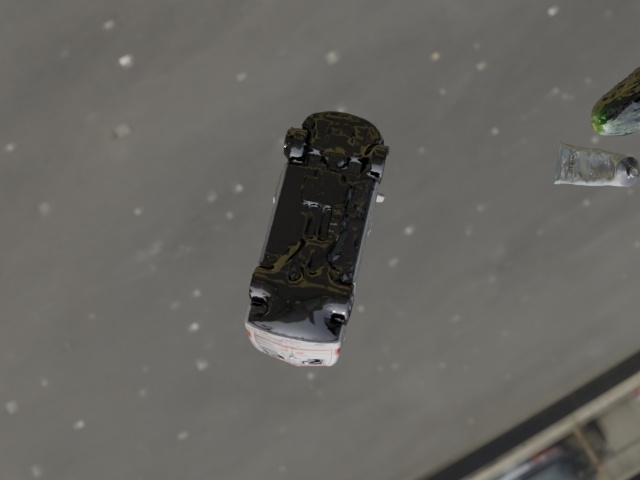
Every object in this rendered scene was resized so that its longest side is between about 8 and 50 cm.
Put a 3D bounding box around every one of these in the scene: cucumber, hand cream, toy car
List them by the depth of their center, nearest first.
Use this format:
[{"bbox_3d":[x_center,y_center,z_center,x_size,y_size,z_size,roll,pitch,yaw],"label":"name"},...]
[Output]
[{"bbox_3d":[0.179,-0.049,1.016,0.019,0.030,0.093,4,-176,-26],"label":"hand cream"},{"bbox_3d":[0.000,0.000,1.289,0.089,0.209,0.108,10,161,8],"label":"toy car"},{"bbox_3d":[0.433,-0.200,1.892,0.241,0.074,0.074,-31,161,-14],"label":"cucumber"}]
